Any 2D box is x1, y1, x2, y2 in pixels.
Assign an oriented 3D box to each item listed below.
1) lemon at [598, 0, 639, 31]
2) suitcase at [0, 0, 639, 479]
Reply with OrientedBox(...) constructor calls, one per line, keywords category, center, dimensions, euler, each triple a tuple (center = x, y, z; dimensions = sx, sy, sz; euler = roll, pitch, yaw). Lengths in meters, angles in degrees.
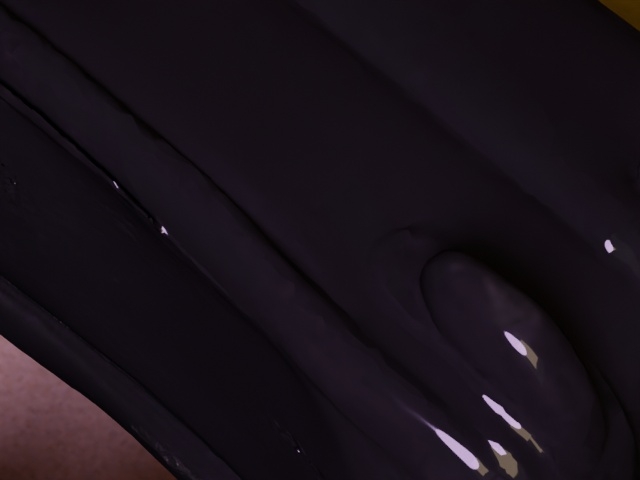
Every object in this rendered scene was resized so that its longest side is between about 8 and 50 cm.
OrientedBox(category="lemon", center=(0.136, -0.046, 0.863), dimensions=(0.248, 0.184, 0.184), euler=(30, 105, 1))
OrientedBox(category="suitcase", center=(0.000, 0.000, 0.749), dimensions=(0.345, 0.339, 0.188), euler=(39, 68, 19))
